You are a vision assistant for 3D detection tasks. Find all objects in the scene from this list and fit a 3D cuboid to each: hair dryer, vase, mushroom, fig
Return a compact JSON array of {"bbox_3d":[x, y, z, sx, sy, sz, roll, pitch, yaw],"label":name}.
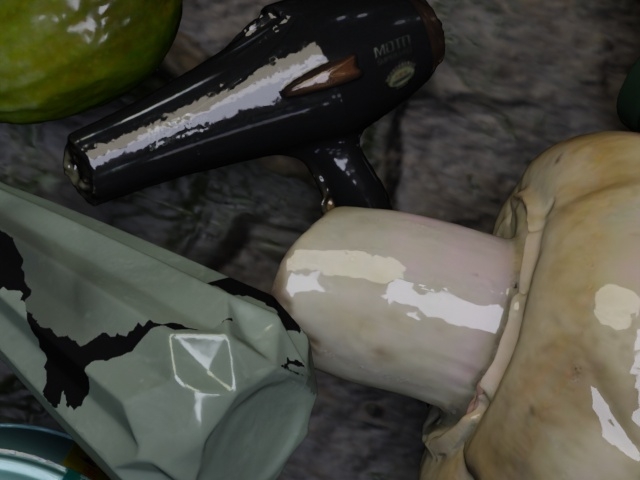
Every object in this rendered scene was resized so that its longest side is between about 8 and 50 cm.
[{"bbox_3d":[0.000,0.000,1.284,0.304,0.120,0.359,-28,101,-18],"label":"hair dryer"},{"bbox_3d":[-0.170,0.046,1.168,0.360,0.165,0.165,32,84,32],"label":"vase"},{"bbox_3d":[0.176,0.081,1.207,0.325,0.353,0.353,-28,91,-44],"label":"mushroom"},{"bbox_3d":[-0.213,-0.161,1.250,0.233,0.167,0.167,-35,92,20],"label":"fig"}]

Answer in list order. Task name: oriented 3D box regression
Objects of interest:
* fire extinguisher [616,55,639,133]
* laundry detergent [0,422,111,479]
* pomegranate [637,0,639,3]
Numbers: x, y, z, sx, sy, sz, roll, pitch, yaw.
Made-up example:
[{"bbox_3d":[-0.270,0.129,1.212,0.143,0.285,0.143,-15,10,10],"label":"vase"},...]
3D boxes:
[{"bbox_3d":[0.359,-0.033,1.253,0.095,0.114,0.311,-32,55,-20],"label":"fire extinguisher"},{"bbox_3d":[-0.232,0.277,1.150,0.287,0.305,0.287,0,88,-5],"label":"laundry detergent"},{"bbox_3d":[0.355,-0.278,1.228,0.322,0.322,0.322,0,88,-6],"label":"pomegranate"}]
